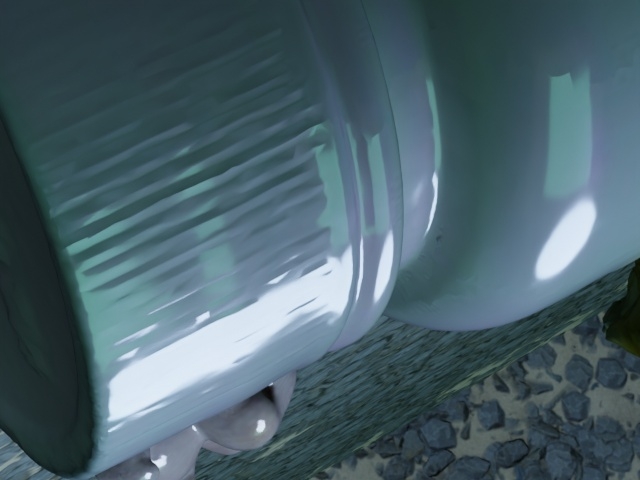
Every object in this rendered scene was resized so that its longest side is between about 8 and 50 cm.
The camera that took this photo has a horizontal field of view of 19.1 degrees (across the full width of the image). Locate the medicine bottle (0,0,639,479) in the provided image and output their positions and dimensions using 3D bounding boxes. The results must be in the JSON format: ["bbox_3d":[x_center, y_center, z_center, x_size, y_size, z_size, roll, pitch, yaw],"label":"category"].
[{"bbox_3d":[0.061,-0.104,0.501,0.379,0.213,0.213,-27,168,-23],"label":"medicine bottle"}]

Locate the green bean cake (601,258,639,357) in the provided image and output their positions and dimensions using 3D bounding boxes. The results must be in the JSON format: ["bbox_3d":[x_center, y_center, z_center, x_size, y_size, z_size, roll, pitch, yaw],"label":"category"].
[{"bbox_3d":[0.157,-0.091,0.762,0.233,0.236,0.124,-40,164,26],"label":"green bean cake"}]

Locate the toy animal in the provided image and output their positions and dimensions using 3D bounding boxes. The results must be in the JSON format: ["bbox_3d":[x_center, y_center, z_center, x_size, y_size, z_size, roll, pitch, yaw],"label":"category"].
[{"bbox_3d":[-0.061,0.084,1.250,0.212,0.124,0.124,-38,169,-1],"label":"toy animal"}]
